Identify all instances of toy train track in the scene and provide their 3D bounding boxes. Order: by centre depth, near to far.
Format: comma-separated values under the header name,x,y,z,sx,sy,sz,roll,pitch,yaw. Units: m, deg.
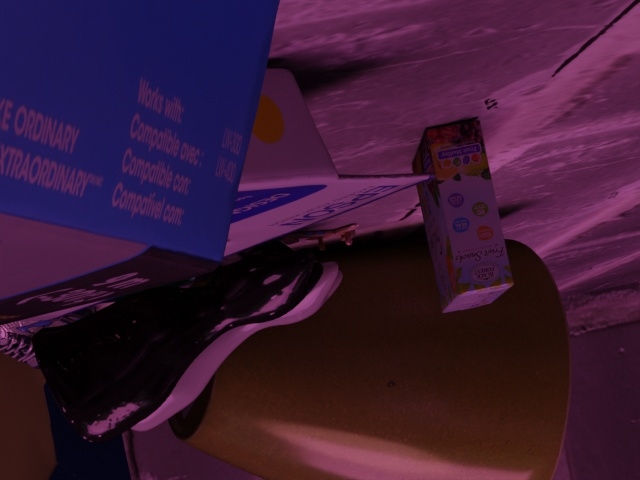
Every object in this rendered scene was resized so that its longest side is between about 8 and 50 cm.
name,x,y,z,sx,sy,sz,roll,pitch,yaw
toy train track,0.000,0.000,1.451,0.048,0.014,0.083,-18,171,37

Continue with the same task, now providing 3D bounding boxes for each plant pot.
name,x,y,z,sx,sy,sz,roll,pitch,yaw
plant pot,0.023,0.120,1.601,0.294,0.274,0.275,6,166,-23

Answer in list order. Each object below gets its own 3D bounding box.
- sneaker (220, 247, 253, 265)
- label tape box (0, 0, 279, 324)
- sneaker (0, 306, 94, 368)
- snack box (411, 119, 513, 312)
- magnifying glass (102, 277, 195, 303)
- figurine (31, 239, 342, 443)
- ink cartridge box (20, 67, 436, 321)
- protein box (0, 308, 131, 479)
name,x,y,z,sx,sy,sz,roll,pitch,yaw
sneaker,-0.091,0.002,1.117,0.089,0.051,0.170,-18,177,4
label tape box,-0.121,-0.033,0.486,0.348,0.115,0.249,-12,174,9
sneaker,-0.229,0.072,1.435,0.135,0.058,0.052,-6,171,-41
snack box,0.086,-0.011,1.128,0.037,0.100,0.141,-12,173,-1
magnifying glass,-0.139,0.024,1.344,0.092,0.026,0.231,-12,173,-4
figurine,-0.082,0.063,1.373,0.209,0.092,0.215,-28,174,6
ink cartridge box,-0.159,-0.010,0.841,0.304,0.072,0.307,-19,173,41
protein box,-0.279,0.169,1.545,0.136,0.199,0.201,-7,171,-42
